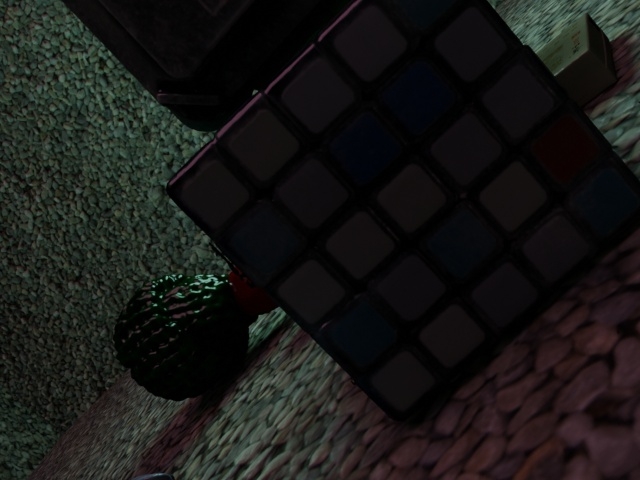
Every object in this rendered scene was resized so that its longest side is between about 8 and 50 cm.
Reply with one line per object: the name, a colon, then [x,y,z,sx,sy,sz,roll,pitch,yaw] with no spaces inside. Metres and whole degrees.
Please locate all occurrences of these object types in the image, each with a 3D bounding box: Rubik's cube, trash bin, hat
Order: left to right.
hat: [-0.210,0.129,1.186,0.332,0.242,0.274,-40,8,16]
trash bin: [-0.067,-0.317,0.661,0.295,0.259,0.381,-41,7,24]
Rubik's cube: [0.068,-0.061,0.614,0.293,0.292,0.287,-46,9,7]

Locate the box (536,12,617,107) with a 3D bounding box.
box: [0.337,-0.233,0.877,0.141,0.058,0.201,-39,11,35]

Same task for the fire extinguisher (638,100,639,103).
fire extinguisher: [0.372,-0.169,0.553,0.173,0.035,0.049,-44,48,8]

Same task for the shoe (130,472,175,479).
shoe: [-0.282,0.399,0.798,0.137,0.095,0.245,-43,3,33]
